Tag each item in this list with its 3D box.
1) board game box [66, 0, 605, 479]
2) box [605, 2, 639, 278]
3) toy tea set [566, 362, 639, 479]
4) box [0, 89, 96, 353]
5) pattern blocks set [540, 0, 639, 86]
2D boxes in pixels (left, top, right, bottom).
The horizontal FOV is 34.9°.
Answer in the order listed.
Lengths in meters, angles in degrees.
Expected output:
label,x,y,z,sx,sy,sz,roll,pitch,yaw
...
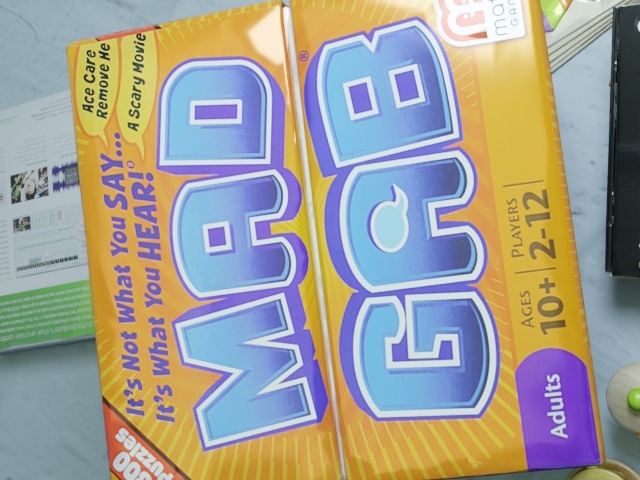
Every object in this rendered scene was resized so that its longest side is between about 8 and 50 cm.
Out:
label,x,y,z,sx,sy,sz,roll,pitch,yaw
board game box,0.036,0.010,0.890,0.356,0.356,0.356,-8,84,12
box,0.406,-0.087,0.864,0.322,0.079,0.257,3,94,42
toy tea set,0.307,0.279,0.903,0.200,0.124,0.336,-24,74,23
box,-0.356,-0.022,1.319,0.232,0.058,0.322,-10,79,26
pattern blocks set,0.262,-0.279,1.041,0.325,0.026,0.285,-46,67,16
